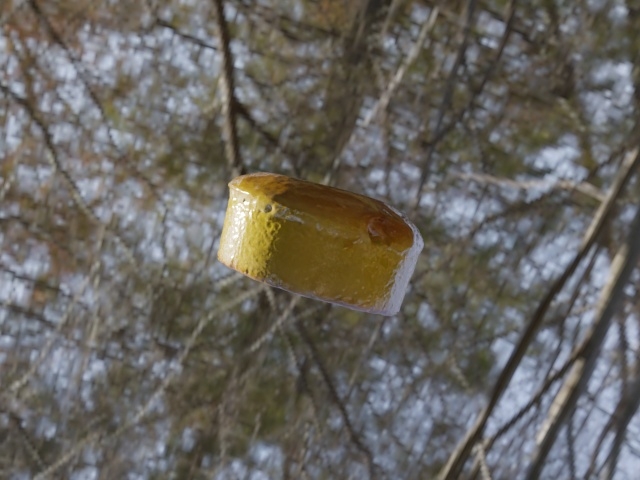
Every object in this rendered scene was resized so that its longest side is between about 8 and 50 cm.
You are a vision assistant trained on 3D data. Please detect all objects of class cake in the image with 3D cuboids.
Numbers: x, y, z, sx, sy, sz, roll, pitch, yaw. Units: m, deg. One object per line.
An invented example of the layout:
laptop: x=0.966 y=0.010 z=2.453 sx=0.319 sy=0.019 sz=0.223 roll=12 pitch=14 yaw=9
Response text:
cake: x=0.000 y=0.000 z=0.535 sx=0.084 sy=0.044 sz=0.084 roll=16 pitch=-179 yaw=0
